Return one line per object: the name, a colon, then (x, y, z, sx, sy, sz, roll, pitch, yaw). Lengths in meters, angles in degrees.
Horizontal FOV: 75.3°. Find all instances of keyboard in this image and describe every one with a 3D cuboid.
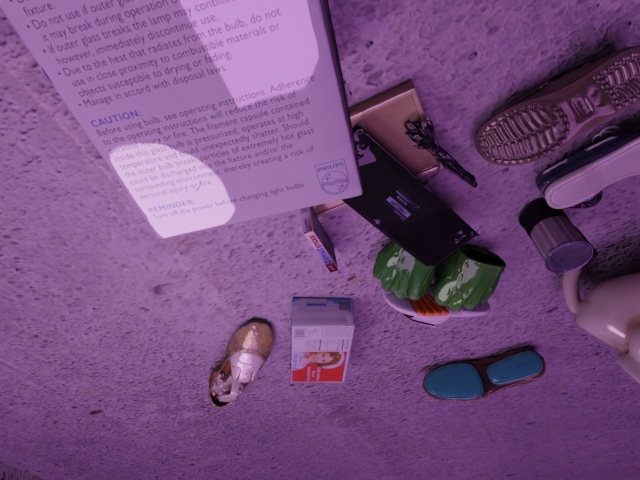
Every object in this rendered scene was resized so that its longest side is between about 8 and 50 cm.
keyboard: (0.166, -0.090, 0.733, 0.317, 0.033, 0.201, 36, 120, -23)

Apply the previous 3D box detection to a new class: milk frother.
milk frother: (0.478, -0.033, 0.790, 0.129, 0.134, 0.143, 2, 132, -5)

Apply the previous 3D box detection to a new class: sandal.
sandal: (0.272, 0.164, 0.985, 0.265, 0.102, 0.076, 7, 129, -11)

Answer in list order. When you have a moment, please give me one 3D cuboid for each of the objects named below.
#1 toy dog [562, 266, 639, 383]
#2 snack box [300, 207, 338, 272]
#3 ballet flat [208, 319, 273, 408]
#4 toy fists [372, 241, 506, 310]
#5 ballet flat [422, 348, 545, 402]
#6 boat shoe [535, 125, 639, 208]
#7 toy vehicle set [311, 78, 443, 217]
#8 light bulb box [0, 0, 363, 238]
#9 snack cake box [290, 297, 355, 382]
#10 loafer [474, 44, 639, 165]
toy dog: (0.767, 0.109, 0.830, 0.285, 0.395, 0.408, 22, 115, -44)
snack box: (0.000, 0.000, 0.819, 0.022, 0.064, 0.178, -17, 149, 9)
ballet flat: (-0.222, 0.355, 1.135, 0.123, 0.123, 0.348, 21, 128, -19)
toy fists: (0.253, 0.070, 0.907, 0.279, 0.096, 0.142, 12, 118, -11)
ballet flat: (0.477, 0.401, 1.218, 0.342, 0.116, 0.124, -22, 148, 12)
boat shoe: (0.514, -0.146, 0.727, 0.254, 0.079, 0.095, -34, 127, 28)
toy vehicle set: (0.064, -0.150, 0.739, 0.267, 0.035, 0.166, -20, 130, 16)
light bulb box: (-0.112, -0.262, 0.418, 0.225, 0.358, 0.361, -13, 130, 7)
snack cake box: (-0.001, 0.266, 1.078, 0.152, 0.089, 0.264, 1, 132, -5)
loafer: (0.383, -0.206, 0.661, 0.269, 0.092, 0.102, -23, 103, 37)
